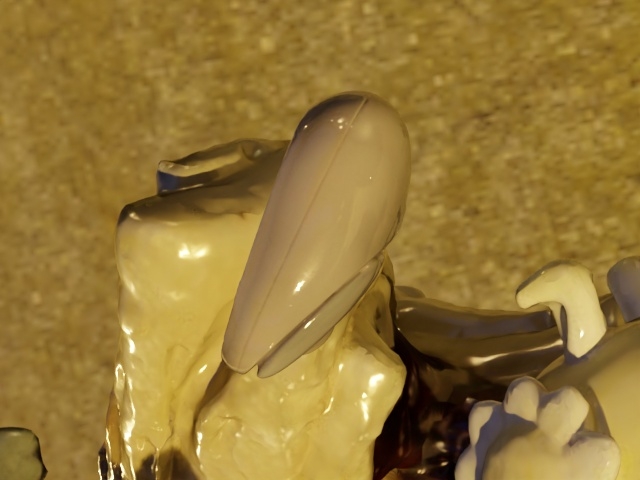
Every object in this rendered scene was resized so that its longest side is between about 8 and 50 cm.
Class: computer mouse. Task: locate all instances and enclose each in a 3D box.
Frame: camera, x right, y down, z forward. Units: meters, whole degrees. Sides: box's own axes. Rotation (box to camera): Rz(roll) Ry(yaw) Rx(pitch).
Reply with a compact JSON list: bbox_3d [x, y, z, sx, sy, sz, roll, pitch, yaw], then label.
[{"bbox_3d":[0.002,0.000,0.593,0.039,0.066,0.096,20,94,5],"label":"computer mouse"}]

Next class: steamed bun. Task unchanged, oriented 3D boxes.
[{"bbox_3d":[0.044,0.117,0.884,0.189,0.247,0.428,25,139,22],"label":"steamed bun"}]

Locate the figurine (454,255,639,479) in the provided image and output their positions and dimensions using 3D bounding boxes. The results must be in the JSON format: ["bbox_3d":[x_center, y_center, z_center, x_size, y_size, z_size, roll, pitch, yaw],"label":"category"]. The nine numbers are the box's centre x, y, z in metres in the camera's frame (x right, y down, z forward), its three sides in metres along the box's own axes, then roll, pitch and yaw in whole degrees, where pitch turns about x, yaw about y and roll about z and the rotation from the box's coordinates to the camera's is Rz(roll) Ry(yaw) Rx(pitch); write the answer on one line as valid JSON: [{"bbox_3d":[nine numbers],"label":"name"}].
[{"bbox_3d":[0.172,0.176,0.544,0.274,0.226,0.394,-29,79,34],"label":"figurine"}]

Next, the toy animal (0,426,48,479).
[{"bbox_3d":[-0.072,0.239,0.679,0.343,0.106,0.168,61,160,7],"label":"toy animal"}]
